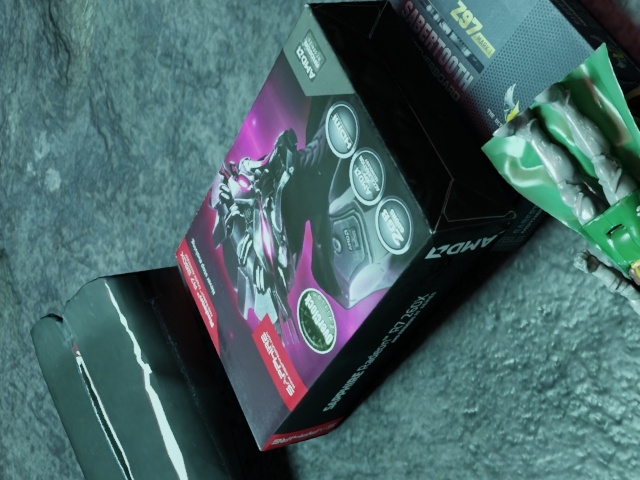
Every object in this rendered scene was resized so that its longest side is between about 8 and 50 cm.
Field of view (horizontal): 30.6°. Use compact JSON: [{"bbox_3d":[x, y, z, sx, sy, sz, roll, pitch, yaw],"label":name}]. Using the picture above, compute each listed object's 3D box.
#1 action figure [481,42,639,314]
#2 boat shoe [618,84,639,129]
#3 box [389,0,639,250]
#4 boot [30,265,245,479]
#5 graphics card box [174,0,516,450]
[{"bbox_3d":[0.220,-0.007,0.825,0.232,0.063,0.137,52,141,5],"label":"action figure"},{"bbox_3d":[0.287,-0.095,0.778,0.190,0.072,0.068,-11,83,47],"label":"boat shoe"},{"bbox_3d":[0.134,-0.136,0.952,0.183,0.059,0.233,-54,55,33],"label":"box"},{"bbox_3d":[-0.209,0.288,1.216,0.367,0.146,0.445,-29,84,32],"label":"boot"},{"bbox_3d":[0.000,0.000,1.026,0.371,0.094,0.233,-54,54,47],"label":"graphics card box"}]
